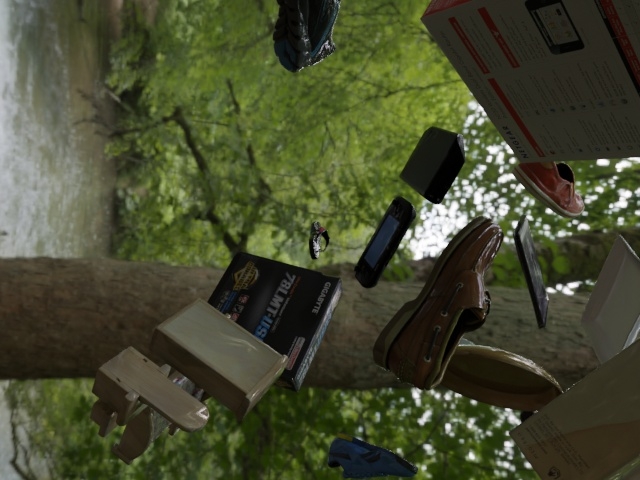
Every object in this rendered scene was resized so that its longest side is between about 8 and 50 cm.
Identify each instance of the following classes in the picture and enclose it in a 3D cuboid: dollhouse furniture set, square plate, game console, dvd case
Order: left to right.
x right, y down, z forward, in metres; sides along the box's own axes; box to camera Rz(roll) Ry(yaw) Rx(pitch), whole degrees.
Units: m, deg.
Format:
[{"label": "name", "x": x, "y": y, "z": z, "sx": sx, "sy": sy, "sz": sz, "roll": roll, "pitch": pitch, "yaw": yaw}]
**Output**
[{"label": "dollhouse furniture set", "x": -0.213, "y": 0.293, "z": 0.876, "sx": 0.303, "sy": 0.174, "sz": 0.355, "roll": -37, "pitch": 157, "yaw": -59}, {"label": "game console", "x": 0.172, "y": -0.061, "z": 1.140, "sx": 0.361, "sy": 0.044, "sz": 0.213, "roll": -62, "pitch": -168, "yaw": 12}, {"label": "dvd case", "x": 0.475, "y": 0.065, "z": 1.258, "sx": 0.164, "sy": 0.018, "sz": 0.221, "roll": -35, "pitch": 109, "yaw": -60}, {"label": "square plate", "x": 0.934, "y": 0.198, "z": 1.746, "sx": 0.347, "sy": 0.049, "sz": 0.344, "roll": -66, "pitch": 169, "yaw": -66}]

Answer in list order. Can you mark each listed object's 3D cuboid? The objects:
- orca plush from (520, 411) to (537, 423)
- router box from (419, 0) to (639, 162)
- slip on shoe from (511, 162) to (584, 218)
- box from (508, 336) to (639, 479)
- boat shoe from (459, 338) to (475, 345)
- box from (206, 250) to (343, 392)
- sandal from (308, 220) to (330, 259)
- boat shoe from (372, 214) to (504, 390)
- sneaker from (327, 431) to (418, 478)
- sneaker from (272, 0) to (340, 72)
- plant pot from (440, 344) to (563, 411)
[{"label": "orca plush", "x": 0.636, "y": 0.569, "z": 1.546, "sx": 0.102, "sy": 0.287, "sz": 0.151, "roll": -44, "pitch": -155, "yaw": 16}, {"label": "router box", "x": 0.354, "y": -0.250, "z": 0.788, "sx": 0.301, "sy": 0.335, "sz": 0.082, "roll": 7, "pitch": -119, "yaw": 52}, {"label": "slip on shoe", "x": 0.602, "y": -0.140, "z": 1.417, "sx": 0.101, "sy": 0.331, "sz": 0.123, "roll": -45, "pitch": -130, "yaw": 25}, {"label": "box", "x": 0.445, "y": 0.251, "z": 0.799, "sx": 0.148, "sy": 0.311, "sz": 0.121, "roll": 45, "pitch": 9, "yaw": -44}, {"label": "boat shoe", "x": 0.225, "y": 0.231, "z": 1.094, "sx": 0.183, "sy": 0.065, "sz": 0.083, "roll": 3, "pitch": -81, "yaw": 47}, {"label": "box", "x": -0.132, "y": 0.184, "z": 1.351, "sx": 0.073, "sy": 0.293, "sz": 0.295, "roll": 77, "pitch": 33, "yaw": -49}, {"label": "sandal", "x": 0.000, "y": 0.000, "z": 1.311, "sx": 0.179, "sy": 0.040, "sz": 0.067, "roll": -82, "pitch": 160, "yaw": -73}, {"label": "boat shoe", "x": 0.213, "y": 0.097, "z": 0.864, "sx": 0.307, "sy": 0.104, "sz": 0.110, "roll": -51, "pitch": 142, "yaw": -16}, {"label": "sneaker", "x": 0.099, "y": 0.446, "z": 1.107, "sx": 0.209, "sy": 0.069, "sz": 0.082, "roll": 0, "pitch": -124, "yaw": 45}, {"label": "sneaker", "x": -0.031, "y": -0.542, "z": 1.197, "sx": 0.125, "sy": 0.140, "sz": 0.341, "roll": 40, "pitch": -38, "yaw": 34}, {"label": "plant pot", "x": 0.302, "y": 0.238, "z": 0.977, "sx": 0.236, "sy": 0.236, "sz": 0.032, "roll": 113, "pitch": -1, "yaw": -63}]
